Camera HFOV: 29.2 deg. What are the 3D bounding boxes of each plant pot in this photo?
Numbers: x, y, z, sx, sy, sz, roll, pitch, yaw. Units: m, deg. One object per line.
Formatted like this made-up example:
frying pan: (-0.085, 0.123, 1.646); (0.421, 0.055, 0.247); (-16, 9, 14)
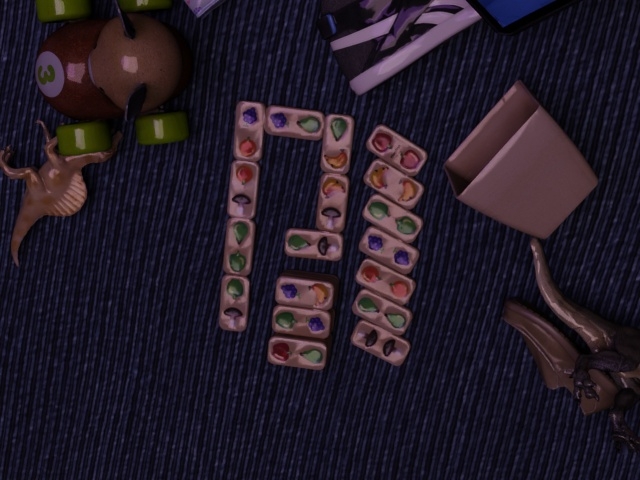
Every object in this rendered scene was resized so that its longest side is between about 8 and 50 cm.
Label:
plant pot: (0.188, -0.065, 1.119); (0.096, 0.109, 0.109); (38, 105, -13)

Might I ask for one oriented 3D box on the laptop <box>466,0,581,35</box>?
laptop: (0.181, -0.332, 1.018); (0.234, 0.136, 0.264); (-27, 97, -2)

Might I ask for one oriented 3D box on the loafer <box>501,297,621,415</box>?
loafer: (0.225, 0.114, 1.171); (0.148, 0.056, 0.050); (42, 99, -1)

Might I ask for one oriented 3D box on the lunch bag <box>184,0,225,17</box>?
lunch bag: (-0.102, -0.260, 1.147); (0.083, 0.053, 0.071); (-36, 96, 6)

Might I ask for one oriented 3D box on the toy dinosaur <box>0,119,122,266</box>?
toy dinosaur: (-0.279, -0.056, 1.218); (0.092, 0.053, 0.183); (44, 105, -3)

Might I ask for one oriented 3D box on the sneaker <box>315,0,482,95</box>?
sneaker: (0.091, -0.236, 1.107); (0.217, 0.079, 0.121); (-32, 94, 14)

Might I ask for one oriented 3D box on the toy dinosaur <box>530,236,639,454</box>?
toy dinosaur: (0.277, 0.117, 1.129); (0.268, 0.118, 0.064); (35, 146, -10)

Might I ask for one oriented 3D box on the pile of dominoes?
pile of dominoes: (0.000, 0.000, 1.192); (0.196, 0.040, 0.251); (7, 103, 8)

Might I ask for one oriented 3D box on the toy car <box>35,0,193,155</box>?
toy car: (-0.183, -0.156, 1.099); (0.149, 0.188, 0.155); (-9, 98, -9)
